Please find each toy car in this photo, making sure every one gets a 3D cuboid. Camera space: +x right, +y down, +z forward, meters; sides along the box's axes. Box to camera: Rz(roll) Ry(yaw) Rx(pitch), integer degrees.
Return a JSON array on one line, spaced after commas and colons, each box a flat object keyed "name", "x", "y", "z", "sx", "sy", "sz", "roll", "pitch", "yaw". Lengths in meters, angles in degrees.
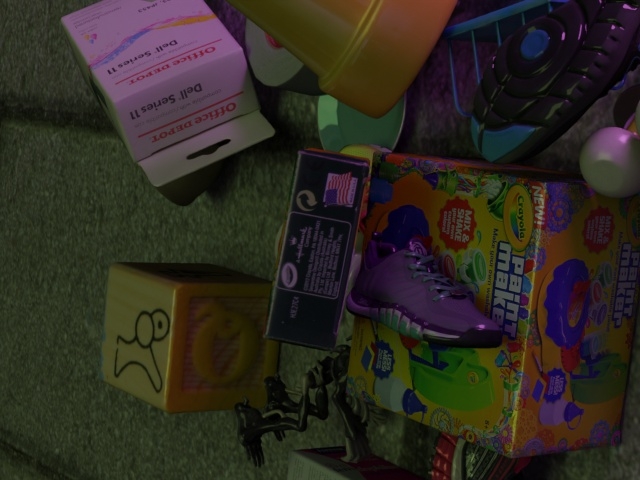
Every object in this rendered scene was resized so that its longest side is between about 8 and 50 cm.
[{"name": "toy car", "x": 0.361, "y": -0.100, "z": 1.394, "sx": 0.136, "sy": 0.159, "sz": 0.182, "roll": 46, "pitch": 134, "yaw": -3}]

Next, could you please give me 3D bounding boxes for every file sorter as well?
[{"name": "file sorter", "x": 0.240, "y": -0.203, "z": 1.554, "sx": 0.170, "sy": 0.118, "sz": 0.104, "roll": -12, "pitch": 83, "yaw": 52}]

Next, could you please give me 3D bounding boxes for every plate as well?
[{"name": "plate", "x": 0.060, "y": -0.178, "z": 1.862, "sx": 0.188, "sy": 0.024, "sz": 0.188, "roll": -3, "pitch": 86, "yaw": 53}]

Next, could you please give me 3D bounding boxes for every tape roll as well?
[{"name": "tape roll", "x": -0.019, "y": -0.311, "z": 1.905, "sx": 0.219, "sy": 0.072, "sz": 0.219, "roll": -20, "pitch": 65, "yaw": 54}]

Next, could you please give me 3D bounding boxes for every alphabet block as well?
[{"name": "alphabet block", "x": -0.191, "y": 0.138, "z": 2.043, "sx": 0.197, "sy": 0.193, "sz": 0.192, "roll": 15, "pitch": 103, "yaw": 52}]

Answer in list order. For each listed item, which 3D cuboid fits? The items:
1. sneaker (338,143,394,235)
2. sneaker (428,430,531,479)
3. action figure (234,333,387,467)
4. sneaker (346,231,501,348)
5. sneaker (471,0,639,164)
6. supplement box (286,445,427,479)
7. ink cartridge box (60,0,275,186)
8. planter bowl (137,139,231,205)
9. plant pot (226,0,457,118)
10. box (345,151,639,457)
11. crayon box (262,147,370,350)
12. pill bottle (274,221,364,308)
[{"name": "sneaker", "x": 0.075, "y": -0.048, "z": 1.763, "sx": 0.208, "sy": 0.094, "sz": 0.081, "roll": 51, "pitch": 132, "yaw": 30}, {"name": "sneaker", "x": 0.189, "y": 0.354, "z": 1.598, "sx": 0.112, "sy": 0.121, "sz": 0.299, "roll": 3, "pitch": 109, "yaw": 20}, {"name": "action figure", "x": 0.034, "y": 0.200, "z": 1.769, "sx": 0.276, "sy": 0.164, "sz": 0.141, "roll": -26, "pitch": 93, "yaw": 29}, {"name": "sneaker", "x": 0.107, "y": 0.050, "z": 1.463, "sx": 0.224, "sy": 0.083, "sz": 0.098, "roll": 16, "pitch": 98, "yaw": 51}, {"name": "sneaker", "x": 0.294, "y": -0.198, "z": 1.394, "sx": 0.341, "sy": 0.140, "sz": 0.125, "roll": -48, "pitch": 47, "yaw": 14}, {"name": "supplement box", "x": 0.059, "y": 0.348, "z": 1.778, "sx": 0.220, "sy": 0.111, "sz": 0.113, "roll": 15, "pitch": 100, "yaw": 51}, {"name": "ink cartridge box", "x": -0.226, "y": -0.244, "z": 2.034, "sx": 0.353, "sy": 0.207, "sz": 0.119, "roll": 53, "pitch": 164, "yaw": 47}, {"name": "planter bowl", "x": -0.204, "y": -0.148, "z": 2.115, "sx": 0.109, "sy": 0.162, "sz": 0.162, "roll": -32, "pitch": 61, "yaw": 19}, {"name": "plant pot", "x": 0.021, "y": -0.307, "z": 1.660, "sx": 0.254, "sy": 0.239, "sz": 0.254, "roll": -60, "pitch": 11, "yaw": 21}, {"name": "box", "x": 0.194, "y": 0.061, "z": 1.558, "sx": 0.279, "sy": 0.177, "sz": 0.289, "roll": 14, "pitch": 100, "yaw": 51}, {"name": "crayon box", "x": 0.000, "y": 0.000, "z": 1.580, "sx": 0.318, "sy": 0.081, "sz": 0.202, "roll": -58, "pitch": -21, "yaw": -86}, {"name": "pill bottle", "x": 0.030, "y": 0.029, "z": 1.826, "sx": 0.180, "sy": 0.108, "sz": 0.108, "roll": 30, "pitch": 113, "yaw": 49}]
